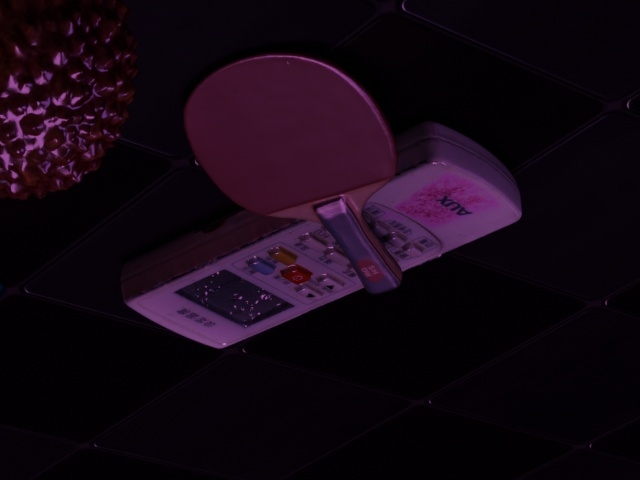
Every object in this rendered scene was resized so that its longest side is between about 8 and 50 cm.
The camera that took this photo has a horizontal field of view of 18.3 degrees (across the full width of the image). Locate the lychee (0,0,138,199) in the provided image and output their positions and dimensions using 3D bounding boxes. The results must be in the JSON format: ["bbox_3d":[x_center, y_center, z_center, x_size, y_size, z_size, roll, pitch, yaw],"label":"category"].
[{"bbox_3d":[-0.207,-0.113,1.332,0.188,0.188,0.188,-5,151,-3],"label":"lychee"}]

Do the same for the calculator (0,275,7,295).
[{"bbox_3d":[-0.431,0.040,1.671,0.274,0.058,0.248,13,146,-32],"label":"calculator"}]

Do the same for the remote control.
[{"bbox_3d":[0.000,0.001,1.703,0.344,0.050,0.145,-24,146,29],"label":"remote control"}]

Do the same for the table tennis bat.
[{"bbox_3d":[-0.003,-0.050,1.575,0.154,0.021,0.274,-16,133,20],"label":"table tennis bat"}]
